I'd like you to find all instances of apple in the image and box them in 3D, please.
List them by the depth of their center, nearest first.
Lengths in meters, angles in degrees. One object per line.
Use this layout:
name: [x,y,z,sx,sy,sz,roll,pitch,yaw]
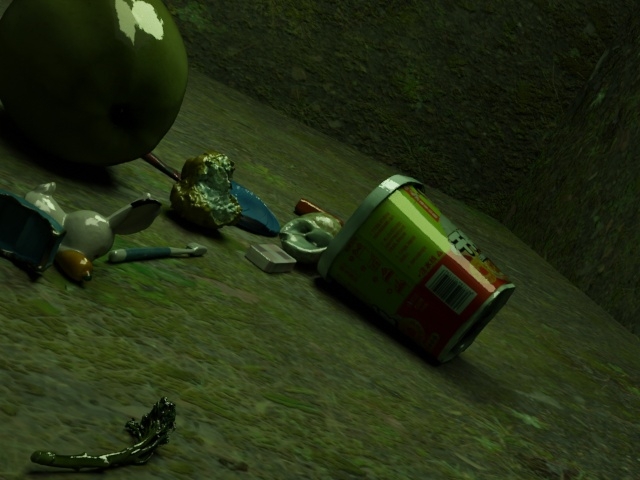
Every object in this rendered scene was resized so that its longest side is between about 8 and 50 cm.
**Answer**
apple: [-0.408,-0.310,1.654,0.357,0.357,0.357,29,14,-8]

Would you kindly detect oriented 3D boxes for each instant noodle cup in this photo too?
instant noodle cup: [0.201,0.067,1.802,0.308,0.294,0.294,43,17,18]

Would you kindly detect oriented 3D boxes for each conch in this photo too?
conch: [-0.015,0.000,1.868,0.116,0.106,0.173,26,35,26]

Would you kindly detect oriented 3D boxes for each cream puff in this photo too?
cream puff: [-0.221,-0.092,1.717,0.156,0.156,0.121,20,-14,-36]

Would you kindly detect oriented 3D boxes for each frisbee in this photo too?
frisbee: [-0.182,-0.094,1.957,0.242,0.045,0.242,31,14,-8]

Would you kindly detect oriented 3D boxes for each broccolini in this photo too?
broccolini: [-0.201,0.201,0.893,0.052,0.054,0.194,54,21,13]

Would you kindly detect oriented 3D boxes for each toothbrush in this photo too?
toothbrush: [-0.260,0.017,1.467,0.025,0.019,0.276,29,12,19]

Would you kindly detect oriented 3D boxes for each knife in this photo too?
knife: [-0.318,-0.145,1.945,0.247,0.018,0.035,36,11,11]

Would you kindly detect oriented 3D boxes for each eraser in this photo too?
eraser: [-0.095,0.034,1.742,0.065,0.026,0.105,39,16,21]

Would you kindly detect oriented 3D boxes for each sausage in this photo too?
sausage: [-0.001,-0.058,2.236,0.131,0.041,0.039,30,-8,-4]

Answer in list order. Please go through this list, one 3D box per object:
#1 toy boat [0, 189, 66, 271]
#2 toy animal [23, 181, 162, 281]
toy boat: [-0.419,-0.027,1.168,0.185,0.075,0.077,30,5,8]
toy animal: [-0.322,-0.018,1.258,0.182,0.127,0.131,15,11,-15]
